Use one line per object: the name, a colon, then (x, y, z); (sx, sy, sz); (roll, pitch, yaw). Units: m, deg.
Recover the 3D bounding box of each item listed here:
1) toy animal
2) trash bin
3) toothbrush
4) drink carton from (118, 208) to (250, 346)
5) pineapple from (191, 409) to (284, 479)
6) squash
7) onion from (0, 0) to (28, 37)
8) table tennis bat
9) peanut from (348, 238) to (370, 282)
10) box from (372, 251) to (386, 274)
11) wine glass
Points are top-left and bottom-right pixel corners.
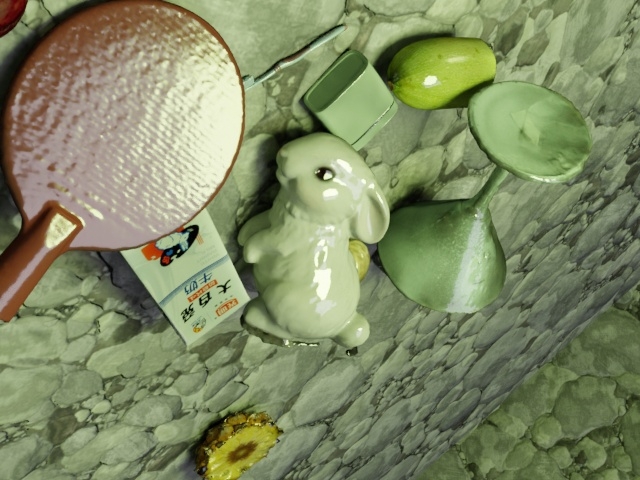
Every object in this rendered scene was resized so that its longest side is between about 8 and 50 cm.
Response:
toy animal: (0.000, 0.000, 1.196); (0.257, 0.194, 0.357); (17, 122, -5)
trash bin: (0.049, -0.212, 1.147); (0.116, 0.059, 0.130); (-46, 147, 3)
toothbrush: (-0.038, -0.256, 1.040); (0.193, 0.013, 0.019); (-34, 138, -17)
drink carton: (-0.211, 0.019, 1.071); (0.130, 0.106, 0.315); (-35, 148, -12)
pineapple: (-0.184, 0.437, 1.598); (0.225, 0.076, 0.225); (-27, 143, -22)
squash: (0.179, -0.266, 1.186); (0.186, 0.123, 0.123); (-13, 136, -37)
onion: (-0.302, -0.262, 0.651); (0.151, 0.098, 0.206); (-29, 144, -22)
table tennis bat: (-0.250, -0.085, 0.849); (0.268, 0.051, 0.415); (40, 84, -33)
peanut: (0.003, 0.090, 1.404); (0.103, 0.098, 0.229); (38, 97, -16)
box: (0.180, 0.025, 1.545); (0.122, 0.089, 0.062); (-51, 159, 10)
wine glass: (0.280, -0.067, 1.296); (0.267, 0.267, 0.406); (-28, 160, -26)
